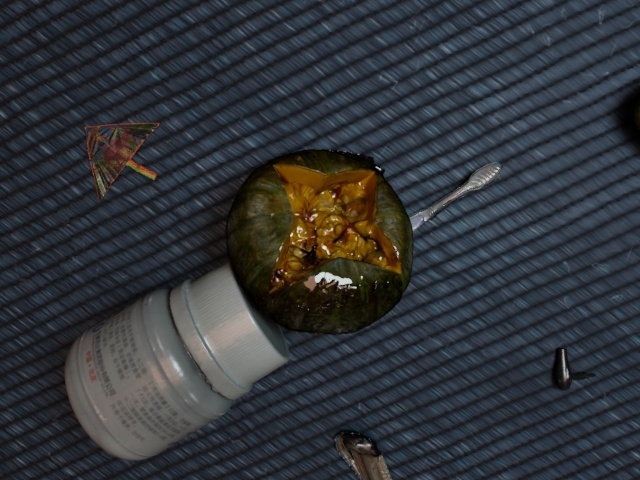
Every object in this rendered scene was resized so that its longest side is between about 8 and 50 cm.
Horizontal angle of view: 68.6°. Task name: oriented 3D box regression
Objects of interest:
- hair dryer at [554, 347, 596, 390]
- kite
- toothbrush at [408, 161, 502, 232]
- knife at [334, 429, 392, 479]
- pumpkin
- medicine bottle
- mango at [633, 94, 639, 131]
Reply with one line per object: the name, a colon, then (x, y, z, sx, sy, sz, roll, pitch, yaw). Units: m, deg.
hair dryer: (0.492, 0.247, 0.904, 0.083, 0.031, 0.079, 2, 87, -13)
kite: (-0.379, -0.163, 0.887, 0.159, 0.010, 0.190, 41, 97, -4)
toothbrush: (0.159, -0.021, 0.876, 0.413, 0.042, 0.035, -33, 78, 6)
knife: (0.128, 0.529, 0.933, 0.089, 0.043, 0.365, -18, 99, 36)
pumpkin: (0.000, 0.000, 0.769, 0.320, 0.192, 0.320, 6, 66, -13)
medicine bottle: (-0.232, 0.195, 0.803, 0.306, 0.245, 0.245, -30, 94, -1)
mango: (0.694, -0.236, 0.776, 0.317, 0.173, 0.211, -19, 95, 10)
